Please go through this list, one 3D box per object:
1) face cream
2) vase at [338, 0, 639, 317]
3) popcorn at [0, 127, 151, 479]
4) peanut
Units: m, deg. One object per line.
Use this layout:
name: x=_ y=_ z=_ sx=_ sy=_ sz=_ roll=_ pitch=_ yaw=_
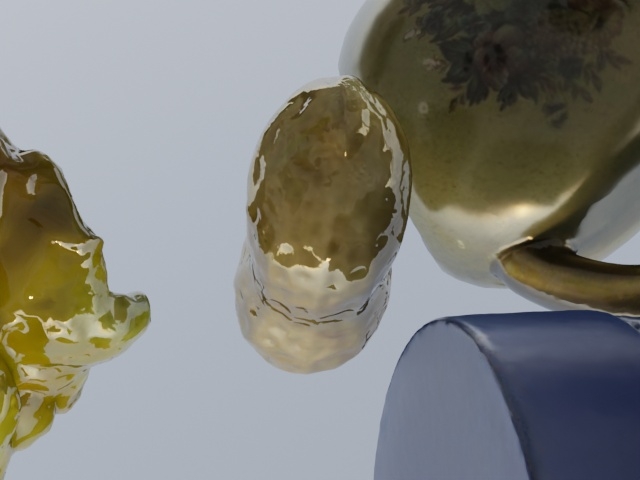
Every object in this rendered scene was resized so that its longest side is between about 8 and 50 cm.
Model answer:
face cream: x=0.161 y=0.155 z=0.665 sx=0.225 sy=0.249 sz=0.249 roll=-1 pitch=-121 yaw=-16
vase: x=0.193 y=-0.083 z=0.941 sx=0.302 sy=0.241 sz=0.329 roll=-27 pitch=-127 yaw=5
popcorn: x=-0.167 y=0.018 z=0.495 sx=0.197 sy=0.198 sz=0.156 roll=26 pitch=-115 yaw=26
peanut: x=0.000 y=0.000 z=0.807 sx=0.098 sy=0.229 sz=0.103 roll=-21 pitch=-115 yaw=-18
